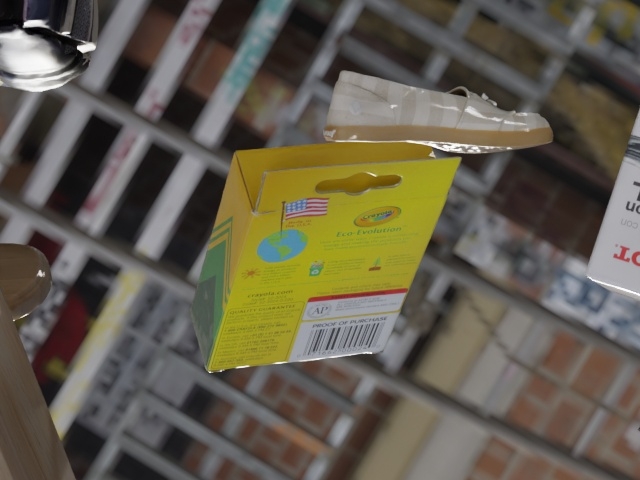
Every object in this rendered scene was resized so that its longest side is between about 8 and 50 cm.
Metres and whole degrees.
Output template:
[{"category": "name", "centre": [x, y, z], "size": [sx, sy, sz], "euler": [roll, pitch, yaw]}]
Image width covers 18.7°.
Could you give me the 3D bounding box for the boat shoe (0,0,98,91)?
[{"category": "boat shoe", "centre": [-0.233, -0.291, 1.452], "size": [0.158, 0.127, 0.340], "euler": [48, 32, -84]}]

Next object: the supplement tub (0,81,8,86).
[{"category": "supplement tub", "centre": [-0.381, -0.261, 1.720], "size": [0.228, 0.316, 0.228], "euler": [-174, -90, -75]}]

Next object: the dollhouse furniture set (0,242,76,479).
[{"category": "dollhouse furniture set", "centre": [-0.241, -0.002, 1.053], "size": [0.394, 0.256, 0.362], "euler": [-81, 163, -48]}]

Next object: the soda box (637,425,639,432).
[{"category": "soda box", "centre": [0.254, 0.080, 1.084], "size": [0.092, 0.083, 0.263], "euler": [-51, 169, 14]}]

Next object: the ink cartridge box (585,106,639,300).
[{"category": "ink cartridge box", "centre": [0.308, -0.054, 1.365], "size": [0.100, 0.172, 0.237], "euler": [14, 95, -69]}]

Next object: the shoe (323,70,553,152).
[{"category": "shoe", "centre": [0.103, -0.106, 1.614], "size": [0.076, 0.219, 0.058], "euler": [-2, -93, 59]}]

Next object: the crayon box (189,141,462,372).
[{"category": "crayon box", "centre": [0.000, 0.000, 1.901], "size": [0.318, 0.202, 0.081], "euler": [111, -32, -50]}]
